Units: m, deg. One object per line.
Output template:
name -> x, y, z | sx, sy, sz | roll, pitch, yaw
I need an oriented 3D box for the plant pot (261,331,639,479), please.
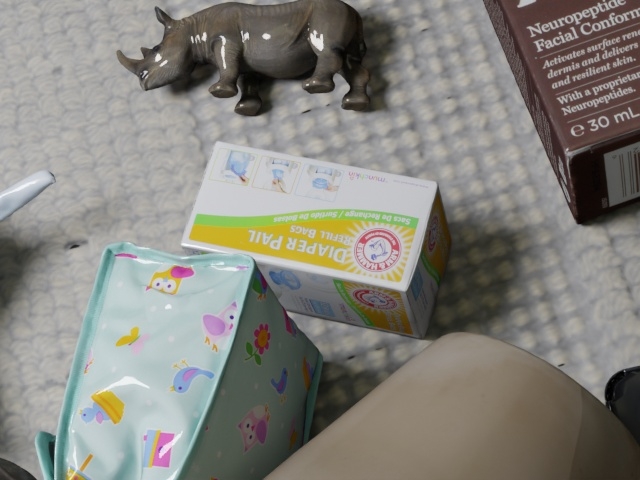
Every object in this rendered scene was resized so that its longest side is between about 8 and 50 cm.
plant pot -> 0.088, 0.231, 1.244 | 0.323, 0.323, 0.280 | 29, 68, 22

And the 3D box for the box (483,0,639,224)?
box -> 0.246, -0.228, 1.525 | 0.191, 0.143, 0.381 | -20, 61, 2

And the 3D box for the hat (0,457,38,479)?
hat -> -0.300, 0.254, 1.388 | 0.331, 0.331, 0.134 | 12, 27, 17

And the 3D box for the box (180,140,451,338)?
box -> 0.000, 0.000, 1.477 | 0.203, 0.114, 0.103 | 11, 68, 15

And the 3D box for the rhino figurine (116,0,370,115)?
rhino figurine -> -0.072, -0.175, 1.599 | 0.243, 0.073, 0.106 | 0, 69, 13

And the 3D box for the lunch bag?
lunch bag -> -0.110, 0.165, 1.359 | 0.160, 0.223, 0.262 | 6, 68, 20

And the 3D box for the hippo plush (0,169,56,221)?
hippo plush -> -0.402, 0.076, 1.504 | 0.294, 0.234, 0.236 | 0, 79, -35

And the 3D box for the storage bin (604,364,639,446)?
storage bin -> 0.299, 0.187, 1.345 | 0.122, 0.084, 0.180 | -13, 62, 5
